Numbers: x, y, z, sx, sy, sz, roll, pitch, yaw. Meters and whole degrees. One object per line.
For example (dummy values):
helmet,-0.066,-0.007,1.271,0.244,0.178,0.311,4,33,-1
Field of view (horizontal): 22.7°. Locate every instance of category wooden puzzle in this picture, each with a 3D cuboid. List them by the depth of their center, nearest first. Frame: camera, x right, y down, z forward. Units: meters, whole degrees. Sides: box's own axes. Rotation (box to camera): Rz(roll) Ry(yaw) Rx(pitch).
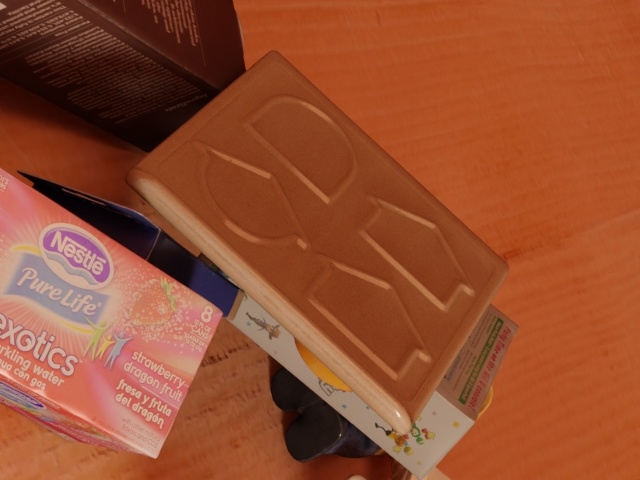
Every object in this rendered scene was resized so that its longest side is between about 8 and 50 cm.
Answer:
wooden puzzle,0.000,0.000,1.468,0.322,0.080,0.348,43,31,-1

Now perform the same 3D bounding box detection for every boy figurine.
boy figurine,0.077,0.181,1.698,0.285,0.092,0.177,4,64,-46

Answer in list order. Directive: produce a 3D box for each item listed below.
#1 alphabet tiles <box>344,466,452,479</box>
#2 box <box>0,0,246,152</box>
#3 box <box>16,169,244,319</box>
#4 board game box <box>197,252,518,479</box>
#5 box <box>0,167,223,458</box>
alphabet tiles,0.094,0.370,1.603,0.278,0.021,0.284,42,55,-30
box,-0.217,-0.235,1.465,0.381,0.143,0.191,27,47,-59
box,-0.170,0.006,1.401,0.036,0.136,0.225,-66,154,-11
board game box,0.037,0.066,1.602,0.303,0.097,0.224,39,28,1
box,-0.250,0.046,1.289,0.300,0.154,0.142,35,70,-32
